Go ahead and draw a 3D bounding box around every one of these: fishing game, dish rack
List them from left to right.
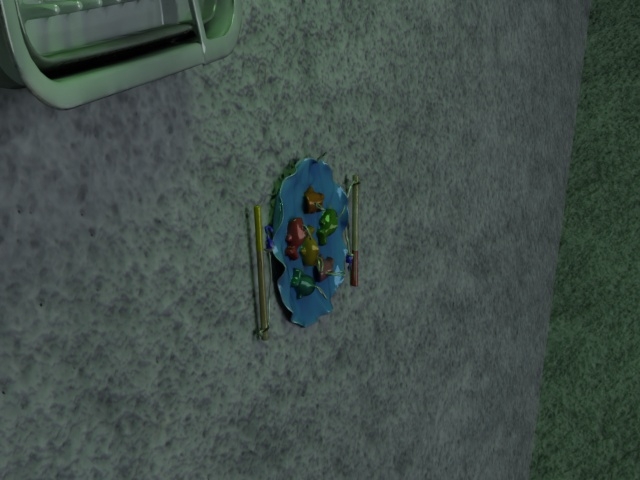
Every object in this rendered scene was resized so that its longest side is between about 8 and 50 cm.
[{"bbox_3d":[-0.157,-0.246,0.670,0.333,0.072,0.285,-46,132,-65],"label":"dish rack"},{"bbox_3d":[0.000,0.000,1.087,0.264,0.041,0.189,-15,106,-65],"label":"fishing game"}]
